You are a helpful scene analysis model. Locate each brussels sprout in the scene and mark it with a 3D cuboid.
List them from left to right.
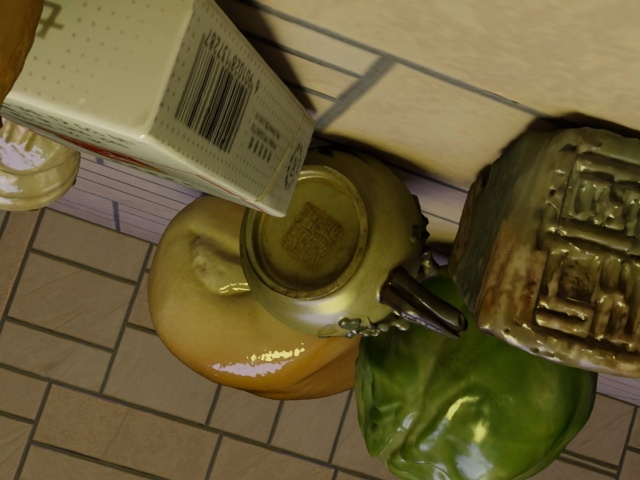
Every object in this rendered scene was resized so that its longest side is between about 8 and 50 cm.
[{"bbox_3d":[0.185,0.183,1.224,0.281,0.355,0.289,-12,-129,-44],"label":"brussels sprout"}]

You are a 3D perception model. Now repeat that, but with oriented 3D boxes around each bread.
[{"bbox_3d":[-0.069,0.097,1.396,0.348,0.253,0.376,27,177,20],"label":"bread"}]

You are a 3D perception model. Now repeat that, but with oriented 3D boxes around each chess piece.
[{"bbox_3d":[-0.296,-0.126,0.975,0.137,0.137,0.301,20,160,-16],"label":"chess piece"}]

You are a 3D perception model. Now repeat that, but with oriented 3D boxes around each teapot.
[{"bbox_3d":[0.031,0.012,0.898,0.269,0.173,0.182,33,-176,24],"label":"teapot"}]

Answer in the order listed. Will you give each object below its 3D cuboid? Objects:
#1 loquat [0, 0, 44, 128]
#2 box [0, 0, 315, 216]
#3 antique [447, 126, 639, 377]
[{"bbox_3d":[-0.247,-0.118,0.348,0.284,0.276,0.276,48,159,-25],"label":"loquat"},{"bbox_3d":[-0.139,-0.106,0.657,0.210,0.095,0.330,19,179,11],"label":"box"},{"bbox_3d":[0.177,0.006,0.731,0.125,0.150,0.284,17,-179,0],"label":"antique"}]
